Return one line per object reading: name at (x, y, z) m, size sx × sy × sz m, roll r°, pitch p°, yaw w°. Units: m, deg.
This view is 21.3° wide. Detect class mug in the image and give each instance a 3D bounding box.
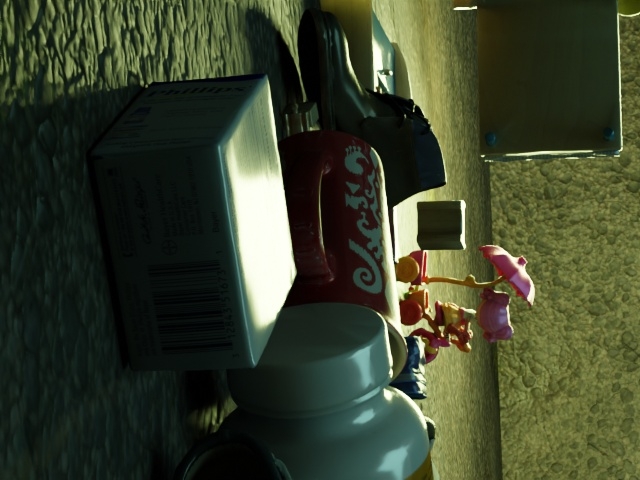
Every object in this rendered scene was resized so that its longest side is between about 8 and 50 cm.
mug at (0.008, 0.003, 1.192) m, size 0.150 × 0.113 × 0.169 m, roll 120°, pitch -23°, yaw -47°

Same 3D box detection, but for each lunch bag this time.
lunch bag at (0.067, 0.129, 1.626) m, size 0.098 × 0.067 × 0.065 m, roll 45°, pitch 43°, yaw -76°

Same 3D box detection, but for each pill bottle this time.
pill bottle at (0.006, 0.170, 1.075) m, size 0.136 × 0.136 × 0.246 m, roll -66°, pitch 150°, yaw -68°

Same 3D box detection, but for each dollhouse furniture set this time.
dollhouse furniture set at (0.169, -0.110, 1.613) m, size 0.198 × 0.303 × 0.286 m, roll 36°, pitch 51°, yaw -76°

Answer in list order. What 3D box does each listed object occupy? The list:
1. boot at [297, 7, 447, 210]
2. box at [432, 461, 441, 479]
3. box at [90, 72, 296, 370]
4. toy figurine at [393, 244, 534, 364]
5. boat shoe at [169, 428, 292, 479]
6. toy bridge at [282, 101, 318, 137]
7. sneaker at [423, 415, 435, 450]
boot at (0.044, -0.113, 1.435) m, size 0.082 × 0.106 × 0.219 m, roll -112°, pitch -171°, yaw -47°
box at (0.074, 0.248, 1.641) m, size 0.244 × 0.060 × 0.101 m, roll 66°, pitch 23°, yaw -62°
box at (-0.066, -0.013, 0.932) m, size 0.137 × 0.072 × 0.126 m, roll -66°, pitch 150°, yaw -67°
toy figurine at (0.157, 0.070, 1.884) m, size 0.130 × 0.159 × 0.173 m, roll -5°, pitch 92°, yaw -80°
boat shoe at (-0.049, 0.231, 0.865) m, size 0.303 × 0.114 × 0.091 m, roll -100°, pitch 178°, yaw -48°
toy bridge at (-0.009, -0.020, 1.376) m, size 0.063 × 0.026 × 0.188 m, roll -64°, pitch 148°, yaw -68°
sneaker at (0.030, 0.164, 1.248) m, size 0.211 × 0.080 × 0.081 m, roll 10°, pitch 83°, yaw -69°
